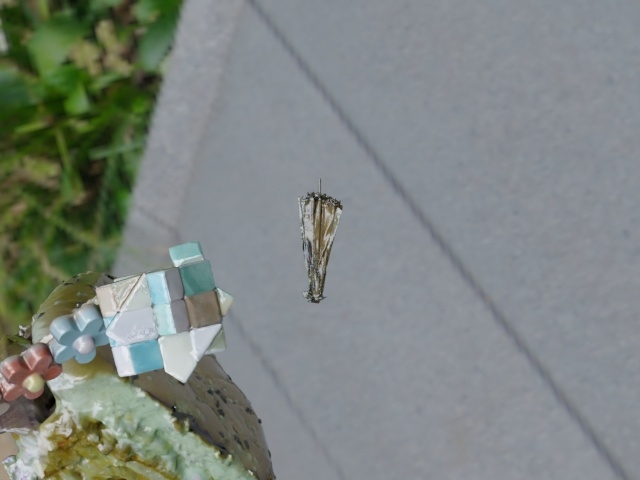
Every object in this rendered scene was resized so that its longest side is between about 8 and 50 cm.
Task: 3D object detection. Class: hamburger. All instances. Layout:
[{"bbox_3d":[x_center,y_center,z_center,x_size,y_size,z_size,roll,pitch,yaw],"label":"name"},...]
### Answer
[{"bbox_3d":[-0.211,0.176,1.800,0.195,0.318,0.277,-41,38,12],"label":"hamburger"}]

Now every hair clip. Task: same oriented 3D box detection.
[{"bbox_3d":[-0.240,0.108,1.360,0.056,0.214,0.062,61,-179,28],"label":"hair clip"}]

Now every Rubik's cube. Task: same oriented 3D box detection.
[{"bbox_3d":[-0.092,0.048,1.076,0.073,0.084,0.075,-11,110,37],"label":"Rubik's cube"}]

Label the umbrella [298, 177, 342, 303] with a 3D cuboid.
[{"bbox_3d":[-0.001,0.001,1.062,0.031,0.020,0.083,13,109,20],"label":"umbrella"}]
